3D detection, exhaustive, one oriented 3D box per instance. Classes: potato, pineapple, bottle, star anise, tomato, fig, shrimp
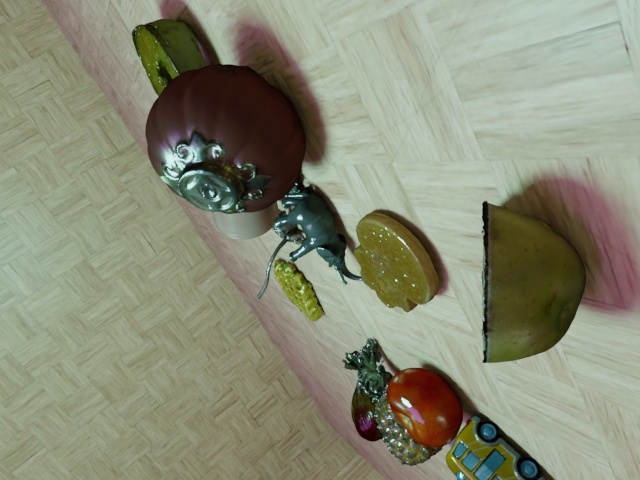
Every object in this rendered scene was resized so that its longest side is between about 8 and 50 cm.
[{"bbox_3d":[0.246,0.048,0.583,0.117,0.182,0.203,2,117,20],"label":"potato"},{"bbox_3d":[0.206,0.452,1.415,0.362,0.174,0.175,62,165,15],"label":"pineapple"},{"bbox_3d":[-0.210,-0.170,1.233,0.297,0.172,0.207,83,174,-46],"label":"bottle"},{"bbox_3d":[-0.148,0.035,1.401,0.148,0.227,0.219,34,166,29],"label":"star anise"},{"bbox_3d":[0.251,0.392,1.184,0.195,0.136,0.195,48,160,23],"label":"tomato"},{"bbox_3d":[0.154,0.517,1.606,0.290,0.190,0.191,37,156,38],"label":"fig"},{"bbox_3d":[-0.050,-0.132,1.132,0.091,0.034,0.161,37,166,9],"label":"shrimp"}]

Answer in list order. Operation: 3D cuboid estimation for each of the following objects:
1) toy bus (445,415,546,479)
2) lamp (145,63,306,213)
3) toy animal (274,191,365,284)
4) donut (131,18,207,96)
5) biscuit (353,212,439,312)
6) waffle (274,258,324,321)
[{"bbox_3d":[0.377,0.507,1.086,0.209,0.136,0.126,40,158,32],"label":"toy bus"},{"bbox_3d":[-0.178,-0.185,0.949,0.302,0.257,0.303,7,145,5],"label":"lamp"},{"bbox_3d":[-0.006,0.005,1.133,0.137,0.082,0.270,-19,109,39],"label":"toy animal"},{"bbox_3d":[-0.331,-0.401,1.163,0.272,0.107,0.272,49,159,26],"label":"donut"},{"bbox_3d":[0.142,0.051,0.969,0.202,0.044,0.289,47,163,19],"label":"biscuit"},{"bbox_3d":[-0.097,0.151,1.724,0.229,0.057,0.219,36,155,44],"label":"waffle"}]
